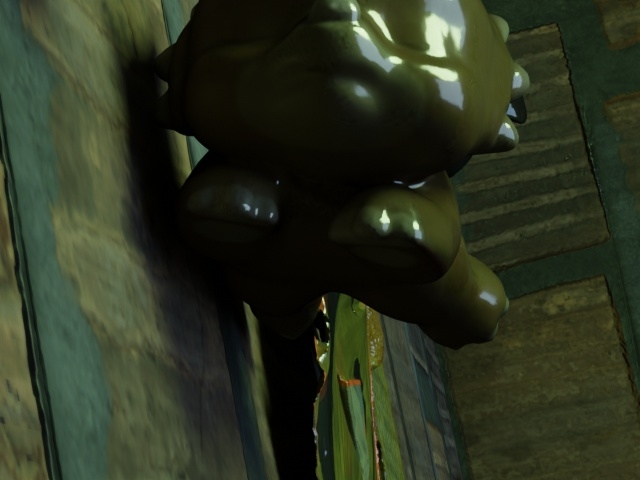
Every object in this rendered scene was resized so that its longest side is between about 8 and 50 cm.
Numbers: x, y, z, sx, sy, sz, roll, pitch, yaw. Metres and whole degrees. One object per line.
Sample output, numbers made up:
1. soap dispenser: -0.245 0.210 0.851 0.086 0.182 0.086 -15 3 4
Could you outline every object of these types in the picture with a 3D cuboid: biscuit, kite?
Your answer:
1. biscuit: 0.038 0.129 1.375 0.172 0.029 0.254 60 19 -69
2. kite: 0.020 0.134 1.082 0.327 0.013 0.377 78 11 -49

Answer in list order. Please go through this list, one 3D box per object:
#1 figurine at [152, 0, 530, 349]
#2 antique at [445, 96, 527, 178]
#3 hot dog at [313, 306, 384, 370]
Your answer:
1. figurine: 0.013 -0.061 0.827 0.247 0.177 0.173 41 55 -62
2. antique: 0.052 -0.162 1.367 0.322 0.185 0.255 70 8 -75
3. hot dog: 0.000 0.000 1.199 0.066 0.047 0.215 -65 145 -56
